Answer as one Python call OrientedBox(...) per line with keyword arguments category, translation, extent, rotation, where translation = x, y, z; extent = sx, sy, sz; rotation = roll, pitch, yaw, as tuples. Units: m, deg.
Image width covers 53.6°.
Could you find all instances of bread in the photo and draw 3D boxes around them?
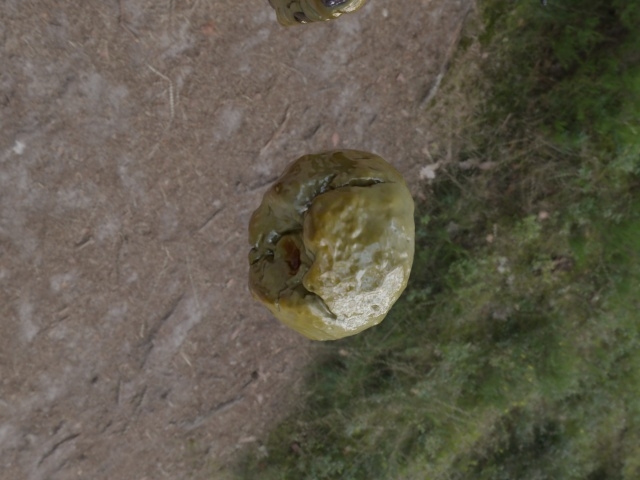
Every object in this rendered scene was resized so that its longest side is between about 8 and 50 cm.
OrientedBox(category="bread", translation=(-0.018, -0.337, 0.781), extent=(0.081, 0.225, 0.134), rotation=(-33, 117, -13))
OrientedBox(category="bread", translation=(0.000, 0.000, 0.764), extent=(0.134, 0.244, 0.244), rotation=(8, 118, -39))

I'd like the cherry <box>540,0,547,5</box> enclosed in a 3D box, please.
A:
OrientedBox(category="cherry", translation=(0.246, -0.369, 0.675), extent=(0.195, 0.195, 0.195), rotation=(-30, 142, -27))
